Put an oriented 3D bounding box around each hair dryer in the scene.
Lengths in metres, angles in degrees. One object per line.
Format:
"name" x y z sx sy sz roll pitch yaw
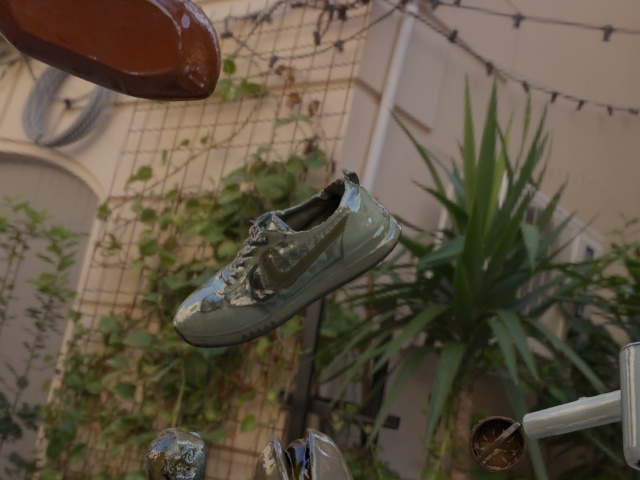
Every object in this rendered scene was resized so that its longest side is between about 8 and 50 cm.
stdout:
"hair dryer" 0.316 0.207 0.971 0.073 0.131 0.236 26 -31 -26

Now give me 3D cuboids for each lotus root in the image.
"lotus root" -0.189 0.290 1.109 0.088 0.088 0.165 13 2 -7

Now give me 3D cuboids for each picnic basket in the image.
"picnic basket" 0.203 0.234 0.966 0.072 0.072 0.083 8 -14 14

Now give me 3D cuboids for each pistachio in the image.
"pistachio" -0.010 0.351 1.028 0.138 0.238 0.153 -14 -10 -7

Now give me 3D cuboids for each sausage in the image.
"sausage" -0.150 -0.150 0.565 0.179 0.089 0.089 19 -15 -16

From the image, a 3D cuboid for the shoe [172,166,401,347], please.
"shoe" -0.048 0.022 0.923 0.098 0.275 0.103 59 -1 -21
